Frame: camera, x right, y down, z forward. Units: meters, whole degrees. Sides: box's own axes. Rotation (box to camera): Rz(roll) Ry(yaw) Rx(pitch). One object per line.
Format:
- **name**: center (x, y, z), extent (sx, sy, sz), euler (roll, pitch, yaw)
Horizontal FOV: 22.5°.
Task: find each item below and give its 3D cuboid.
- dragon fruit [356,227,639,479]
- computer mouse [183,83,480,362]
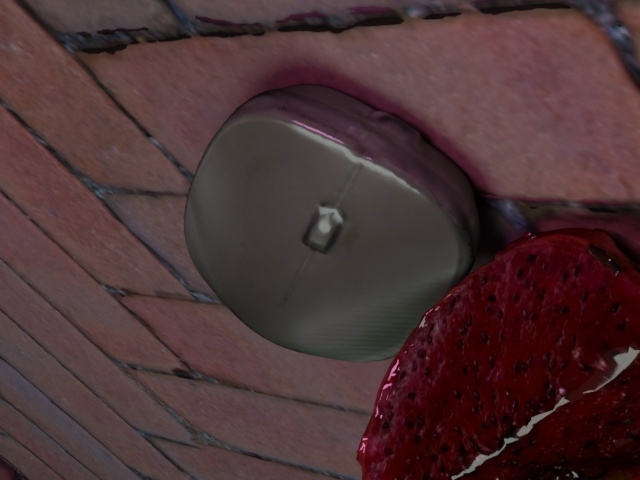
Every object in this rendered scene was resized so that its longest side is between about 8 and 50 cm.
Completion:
- **dragon fruit**: center (0.163, 0.104, 1.021), extent (0.211, 0.134, 0.262), euler (30, 126, -32)
- **computer mouse**: center (-0.003, 0.005, 1.097), extent (0.197, 0.095, 0.331), euler (28, 158, 1)
